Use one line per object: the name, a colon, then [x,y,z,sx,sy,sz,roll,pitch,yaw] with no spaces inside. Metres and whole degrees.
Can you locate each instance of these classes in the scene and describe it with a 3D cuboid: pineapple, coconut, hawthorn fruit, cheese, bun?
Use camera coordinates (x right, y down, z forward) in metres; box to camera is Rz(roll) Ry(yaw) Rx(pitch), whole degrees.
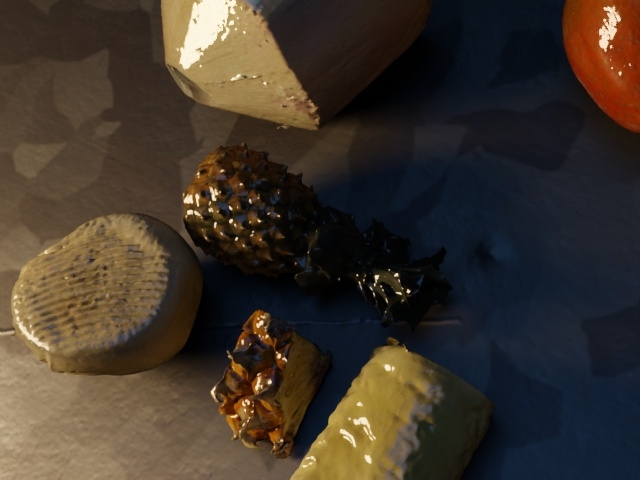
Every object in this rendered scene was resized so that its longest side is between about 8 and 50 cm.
pineapple: [0.000,0.000,1.018,0.251,0.125,0.125,25,73,21]
coconut: [-0.039,-0.223,1.070,0.244,0.239,0.239,-39,59,-4]
hawthorn fruit: [0.300,-0.183,0.977,0.189,0.189,0.189,-7,62,14]
pineapple: [-0.034,0.115,0.975,0.069,0.137,0.116,27,36,24]
cheese: [0.055,0.175,0.911,0.123,0.094,0.167,26,74,25]
bun: [-0.191,0.061,1.037,0.173,0.113,0.166,12,61,24]
